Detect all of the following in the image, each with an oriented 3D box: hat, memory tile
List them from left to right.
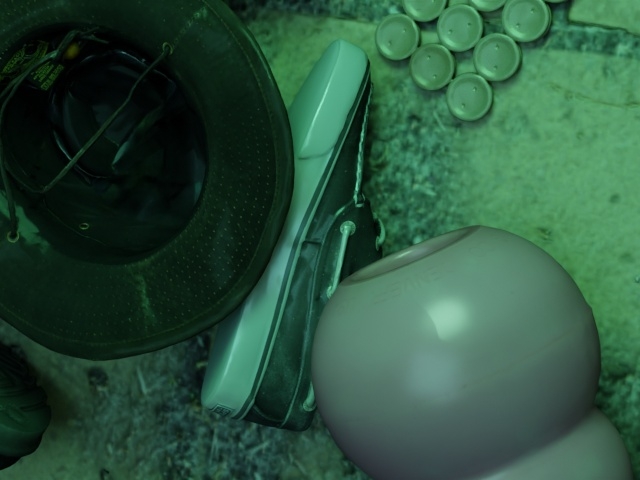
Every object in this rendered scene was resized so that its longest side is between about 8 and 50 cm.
[{"bbox_3d":[-0.158,-0.070,1.211,0.331,0.134,0.331,0,90,17],"label":"hat"},{"bbox_3d":[0.117,-0.176,1.179,0.113,0.012,0.148,40,107,13],"label":"memory tile"}]

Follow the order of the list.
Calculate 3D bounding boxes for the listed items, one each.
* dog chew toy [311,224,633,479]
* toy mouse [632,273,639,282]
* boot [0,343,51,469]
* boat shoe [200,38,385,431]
[{"bbox_3d":[0.127,0.161,1.113,0.206,0.206,0.332,-21,95,21],"label":"dog chew toy"},{"bbox_3d":[0.309,0.012,1.111,0.161,0.031,0.143,-37,81,20],"label":"toy mouse"},{"bbox_3d":[-0.460,0.241,1.354,0.367,0.146,0.445,34,100,28],"label":"boot"},{"bbox_3d":[0.000,0.000,1.197,0.102,0.108,0.301,17,88,-14],"label":"boat shoe"}]
